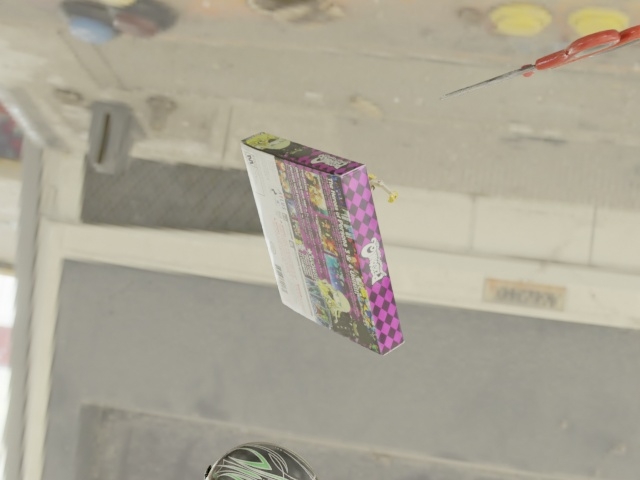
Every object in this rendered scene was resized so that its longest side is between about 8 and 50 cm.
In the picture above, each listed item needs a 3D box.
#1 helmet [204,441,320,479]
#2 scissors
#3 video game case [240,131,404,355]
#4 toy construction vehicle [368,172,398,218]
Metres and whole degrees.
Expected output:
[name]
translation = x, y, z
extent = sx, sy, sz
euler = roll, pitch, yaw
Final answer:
[helmet]
translation = -0.078, 0.364, 1.640
extent = 0.169, 0.169, 0.161
euler = 14, 161, -26
[scissors]
translation = 0.282, -0.218, 1.463
extent = 0.109, 0.021, 0.297
euler = -15, 179, -36
[video game case]
translation = 0.000, 0.000, 1.363
extent = 0.042, 0.232, 0.210
euler = -27, -152, -26
[toy construction vehicle]
translation = 0.050, -0.066, 1.677
extent = 0.098, 0.086, 0.035
euler = 31, 140, 25
